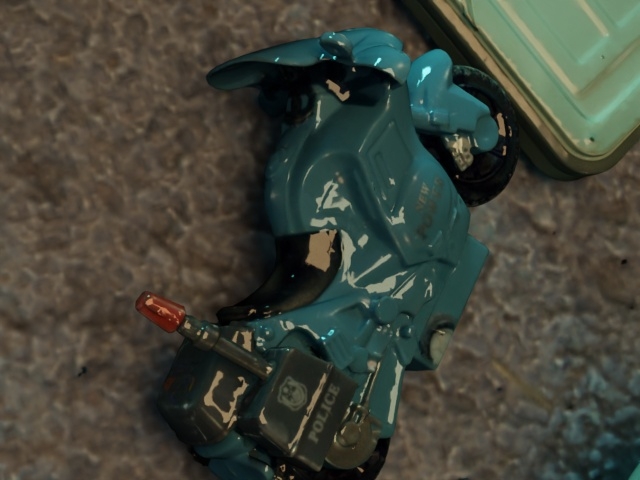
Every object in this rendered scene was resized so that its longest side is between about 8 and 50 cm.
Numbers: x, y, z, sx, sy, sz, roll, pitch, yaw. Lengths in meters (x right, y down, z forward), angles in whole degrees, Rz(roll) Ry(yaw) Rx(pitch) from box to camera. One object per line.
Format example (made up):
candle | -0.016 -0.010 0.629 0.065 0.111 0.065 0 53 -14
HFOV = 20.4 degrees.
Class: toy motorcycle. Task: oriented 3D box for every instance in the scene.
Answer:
toy motorcycle | 0.000 0.000 0.911 0.182 0.123 0.272 34 68 -25

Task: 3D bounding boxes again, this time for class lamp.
lamp | 0.148 -0.207 1.047 0.266 0.047 0.269 -44 98 -23

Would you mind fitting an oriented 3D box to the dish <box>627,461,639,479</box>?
dish | 0.294 0.175 0.965 0.324 0.124 0.324 -1 114 -2
